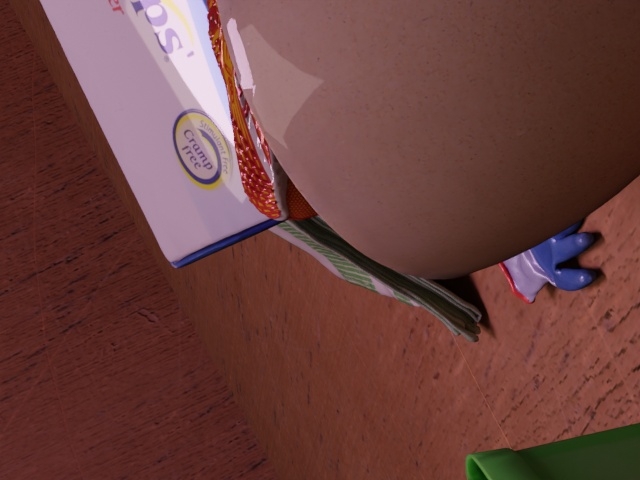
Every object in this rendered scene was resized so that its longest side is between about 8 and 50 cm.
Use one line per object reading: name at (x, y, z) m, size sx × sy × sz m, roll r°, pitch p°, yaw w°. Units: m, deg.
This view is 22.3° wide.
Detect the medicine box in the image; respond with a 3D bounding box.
medicine box at (-0.011, -0.163, 1.026) m, size 0.149 × 0.289 × 0.264 m, roll -25°, pitch 91°, yaw 49°

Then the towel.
towel at (0.000, 0.000, 1.578) m, size 0.248 × 0.038 × 0.325 m, roll 32°, pitch 178°, yaw -24°

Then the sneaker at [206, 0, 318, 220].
sneaker at (-0.018, -0.099, 0.865) m, size 0.064 × 0.067 × 0.175 m, roll 2°, pitch 102°, yaw 64°

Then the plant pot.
plant pot at (0.109, -0.138, 0.832) m, size 0.191 × 0.284 × 0.284 m, roll -17°, pitch 101°, yaw 39°

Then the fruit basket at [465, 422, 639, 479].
fruit basket at (0.181, 0.329, 1.107) m, size 0.392 × 0.392 × 0.283 m, roll 51°, pitch 161°, yaw 40°

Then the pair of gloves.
pair of gloves at (0.143, -0.040, 1.257) m, size 0.198 × 0.023 × 0.159 m, roll 59°, pitch 159°, yaw 10°
